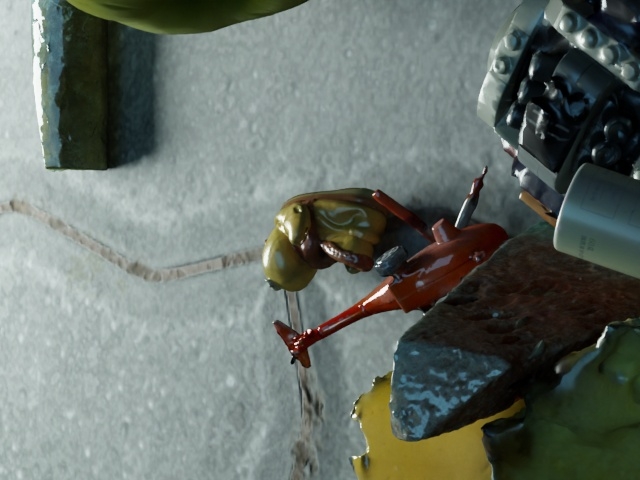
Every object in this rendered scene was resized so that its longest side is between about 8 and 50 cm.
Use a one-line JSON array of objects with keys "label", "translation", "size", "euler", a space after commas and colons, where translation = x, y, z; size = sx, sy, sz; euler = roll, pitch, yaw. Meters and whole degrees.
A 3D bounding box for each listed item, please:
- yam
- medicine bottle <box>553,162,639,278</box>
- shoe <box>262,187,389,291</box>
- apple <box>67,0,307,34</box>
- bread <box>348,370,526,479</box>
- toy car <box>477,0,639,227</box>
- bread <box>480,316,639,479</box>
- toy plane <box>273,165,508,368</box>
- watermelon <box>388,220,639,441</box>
[{"label": "yam", "translation": [-0.214, -0.141, 1.699], "size": [0.068, 0.068, 0.169], "euler": [7, 97, 44]}, {"label": "medicine bottle", "translation": [0.258, 0.016, 1.201], "size": [0.231, 0.059, 0.059], "euler": [20, 109, 16]}, {"label": "shoe", "translation": [0.000, -0.002, 1.497], "size": [0.109, 0.072, 0.069], "euler": [-5, 58, 22]}, {"label": "apple", "translation": [-0.088, -0.281, 1.444], "size": [0.279, 0.279, 0.279], "euler": [4, 96, 44]}, {"label": "bread", "translation": [0.108, 0.155, 1.397], "size": [0.173, 0.085, 0.134], "euler": [-5, 90, 44]}, {"label": "toy car", "translation": [0.210, -0.137, 1.260], "size": [0.193, 0.118, 0.301], "euler": [44, 123, 30]}, {"label": "bread", "translation": [0.231, 0.123, 1.244], "size": [0.252, 0.133, 0.174], "euler": [31, 128, -11]}, {"label": "toy plane", "translation": [0.046, 0.030, 1.423], "size": [0.194, 0.077, 0.126], "euler": [-10, 107, 18]}, {"label": "watermelon", "translation": [0.134, 0.066, 1.264], "size": [0.154, 0.241, 0.094], "euler": [7, 109, 42]}]
